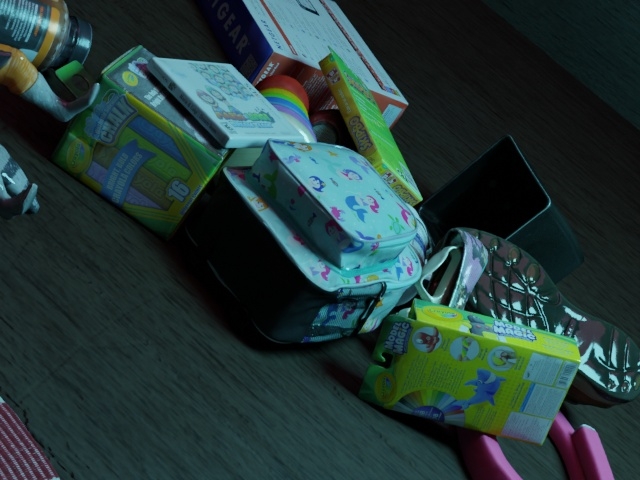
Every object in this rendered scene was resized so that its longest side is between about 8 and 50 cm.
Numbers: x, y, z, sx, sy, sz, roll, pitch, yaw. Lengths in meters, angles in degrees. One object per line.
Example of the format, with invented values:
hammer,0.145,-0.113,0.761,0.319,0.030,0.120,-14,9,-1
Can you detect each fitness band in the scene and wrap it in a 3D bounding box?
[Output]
fitness band,0.258,0.252,1.422,0.209,0.054,0.291,30,25,-17

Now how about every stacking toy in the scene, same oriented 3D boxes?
stacking toy,-0.061,-0.153,1.613,0.141,0.141,0.330,33,21,-10

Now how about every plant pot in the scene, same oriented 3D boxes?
plant pot,0.287,-0.010,1.779,0.167,0.187,0.188,38,20,-36

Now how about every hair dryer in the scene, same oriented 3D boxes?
hair dryer,0.055,-0.104,1.772,0.223,0.080,0.294,43,20,-39

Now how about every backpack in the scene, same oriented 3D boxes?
backpack,0.000,0.000,1.368,0.225,0.191,0.253,49,22,26

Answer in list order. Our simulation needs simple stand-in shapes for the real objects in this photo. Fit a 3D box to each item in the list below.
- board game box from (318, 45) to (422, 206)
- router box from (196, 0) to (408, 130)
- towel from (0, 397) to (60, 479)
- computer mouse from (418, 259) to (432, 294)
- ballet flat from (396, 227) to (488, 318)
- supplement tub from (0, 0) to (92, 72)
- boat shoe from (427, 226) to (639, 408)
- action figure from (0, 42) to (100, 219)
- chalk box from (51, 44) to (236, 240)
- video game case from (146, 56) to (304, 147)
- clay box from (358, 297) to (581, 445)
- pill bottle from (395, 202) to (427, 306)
board game box,0.069,-0.171,1.734,0.124,0.039,0.259,40,25,-48
router box,-0.044,-0.339,2.002,0.301,0.082,0.335,16,32,-39
towel,-0.249,0.232,0.799,0.329,0.037,0.237,48,28,25
computer mouse,0.195,0.080,1.646,0.193,0.042,0.106,34,26,-8
ballet flat,0.137,0.081,1.420,0.079,0.077,0.222,39,63,-30
supplement tub,-0.374,-0.262,1.397,0.198,0.106,0.106,18,31,-36
boat shoe,0.270,0.118,1.548,0.324,0.120,0.122,39,59,-2
action figure,-0.415,-0.120,1.109,0.330,0.178,0.341,27,53,-9
chalk box,-0.213,-0.127,1.353,0.213,0.132,0.132,35,26,-3
video game case,-0.108,-0.159,1.364,0.143,0.019,0.157,46,25,19
clay box,0.164,0.145,1.321,0.222,0.127,0.053,15,29,-5
pill bottle,0.095,0.011,1.569,0.094,0.094,0.169,34,24,-8
